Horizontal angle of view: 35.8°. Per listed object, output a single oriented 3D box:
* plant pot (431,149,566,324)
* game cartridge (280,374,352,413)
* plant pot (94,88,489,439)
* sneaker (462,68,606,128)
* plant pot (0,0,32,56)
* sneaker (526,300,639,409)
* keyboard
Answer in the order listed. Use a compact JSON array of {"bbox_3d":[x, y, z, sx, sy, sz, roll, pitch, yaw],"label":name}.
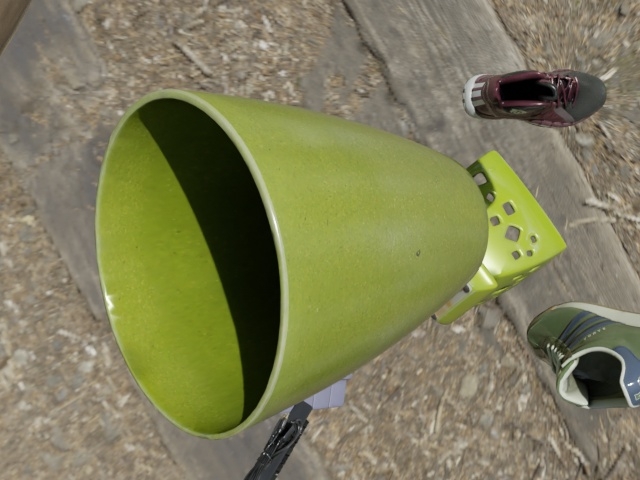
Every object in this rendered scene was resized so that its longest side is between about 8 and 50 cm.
[{"bbox_3d":[0.262,0.009,1.797,0.227,0.207,0.228,54,150,9],"label":"plant pot"},{"bbox_3d":[-0.029,0.131,1.750,0.068,0.230,0.355,22,107,56],"label":"game cartridge"},{"bbox_3d":[0.000,0.000,0.862,0.275,0.293,0.274,15,110,49],"label":"plant pot"},{"bbox_3d":[0.403,-0.249,1.724,0.281,0.162,0.106,-6,95,-16],"label":"sneaker"},{"bbox_3d":[-0.407,-0.301,1.078,0.263,0.263,0.229,-9,60,15],"label":"plant pot"},{"bbox_3d":[0.222,0.100,0.834,0.086,0.192,0.064,-31,103,-24],"label":"sneaker"},{"bbox_3d":[-0.090,0.323,1.201,0.033,0.317,0.201,28,144,8],"label":"keyboard"}]
